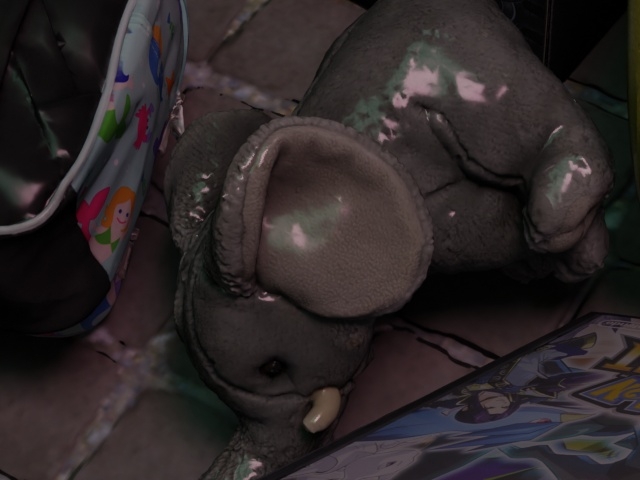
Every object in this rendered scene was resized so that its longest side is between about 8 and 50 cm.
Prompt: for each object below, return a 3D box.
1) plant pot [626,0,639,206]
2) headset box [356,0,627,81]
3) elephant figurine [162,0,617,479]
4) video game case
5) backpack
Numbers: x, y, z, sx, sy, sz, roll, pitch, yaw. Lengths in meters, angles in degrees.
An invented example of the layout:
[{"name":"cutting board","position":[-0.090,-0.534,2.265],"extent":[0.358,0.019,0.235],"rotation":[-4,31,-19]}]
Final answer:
[{"name":"plant pot","position":[0.321,-0.100,0.648],"extent":[0.353,0.366,0.366],"rotation":[4,57,22]},{"name":"headset box","position":[0.093,-0.245,0.863],"extent":[0.283,0.131,0.246],"rotation":[33,66,22]},{"name":"elephant figurine","position":[0.000,0.000,0.691],"extent":[0.239,0.169,0.186],"rotation":[-28,65,-17]},{"name":"video game case","position":[0.127,0.092,0.562],"extent":[0.248,0.035,0.275],"rotation":[-22,18,-37]},{"name":"backpack","position":[-0.176,-0.085,0.749],"extent":[0.225,0.191,0.253],"rotation":[7,65,9]}]
